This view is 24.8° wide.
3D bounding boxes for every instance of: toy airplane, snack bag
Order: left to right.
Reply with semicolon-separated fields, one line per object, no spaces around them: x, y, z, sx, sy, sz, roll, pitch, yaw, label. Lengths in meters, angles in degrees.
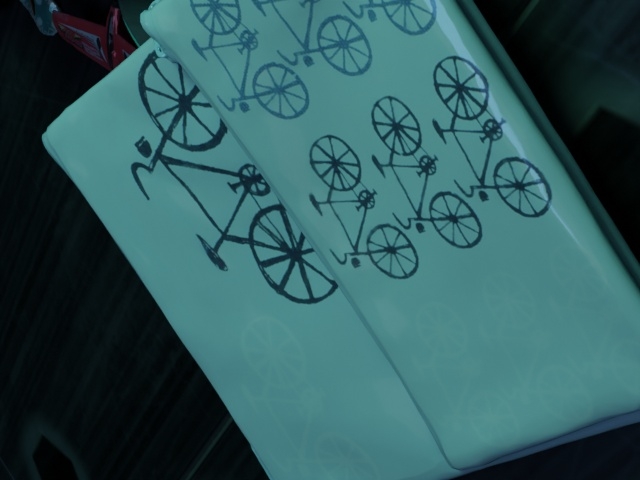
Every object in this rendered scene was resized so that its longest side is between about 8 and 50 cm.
-0.131;-0.105;0.999;0.151;0.028;0.151;32;134;40;toy airplane
0.000;0.000;0.804;0.342;0.037;0.323;-28;98;46;snack bag

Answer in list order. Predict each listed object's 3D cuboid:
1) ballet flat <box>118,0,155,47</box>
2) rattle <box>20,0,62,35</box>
-0.039;-0.095;0.850;0.203;0.074;0.074;51;143;9;ballet flat
-0.263;-0.235;1.090;0.200;0.142;0.130;4;147;35;rattle
